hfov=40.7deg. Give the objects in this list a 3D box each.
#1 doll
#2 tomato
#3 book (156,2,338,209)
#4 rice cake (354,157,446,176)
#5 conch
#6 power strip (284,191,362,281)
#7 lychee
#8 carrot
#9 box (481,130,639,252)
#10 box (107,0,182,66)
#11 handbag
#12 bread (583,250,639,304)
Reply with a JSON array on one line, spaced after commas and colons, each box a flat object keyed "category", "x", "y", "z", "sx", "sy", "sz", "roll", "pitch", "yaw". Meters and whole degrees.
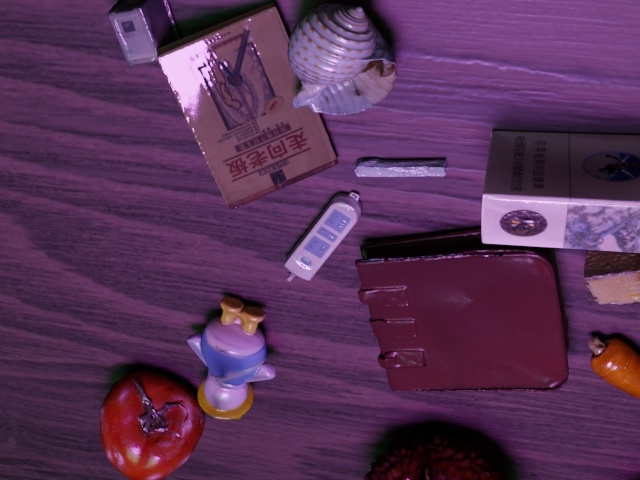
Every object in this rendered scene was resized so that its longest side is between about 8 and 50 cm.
[{"category": "doll", "x": -0.146, "y": 0.202, "z": 1.380, "sx": 0.135, "sy": 0.099, "sz": 0.241, "roll": 1, "pitch": 131, "yaw": -14}, {"category": "tomato", "x": -0.295, "y": 0.316, "z": 1.466, "sx": 0.187, "sy": 0.187, "sz": 0.151, "roll": 33, "pitch": 150, "yaw": -10}, {"category": "book", "x": -0.089, "y": -0.164, "z": 1.093, "sx": 0.161, "sy": 0.026, "sz": 0.231, "roll": -22, "pitch": 121, "yaw": 2}, {"category": "rice cake", "x": 0.105, "y": -0.095, "z": 1.130, "sx": 0.121, "sy": 0.022, "sz": 0.021, "roll": 1, "pitch": 126, "yaw": 16}, {"category": "conch", "x": 0.026, "y": -0.216, "z": 1.012, "sx": 0.135, "sy": 0.102, "sz": 0.153, "roll": 17, "pitch": 163, "yaw": -11}, {"category": "power strip", "x": 0.000, "y": 0.000, "z": 1.228, "sx": 0.047, "sy": 0.030, "sz": 0.191, "roll": 32, "pitch": 128, "yaw": -8}, {"category": "lychee", "x": 0.185, "y": 0.439, "z": 1.360, "sx": 0.264, "sy": 0.264, "sz": 0.300, "roll": -5, "pitch": 144, "yaw": 19}, {"category": "carrot", "x": 0.481, "y": 0.218, "z": 1.242, "sx": 0.257, "sy": 0.061, "sz": 0.061, "roll": 36, "pitch": 127, "yaw": -15}, {"category": "box", "x": 0.322, "y": -0.059, "z": 1.006, "sx": 0.256, "sy": 0.164, "sz": 0.069, "roll": 4, "pitch": 125, "yaw": 13}, {"category": "box", "x": -0.218, "y": -0.263, "z": 1.069, "sx": 0.060, "sy": 0.063, "sz": 0.084, "roll": -4, "pitch": 126, "yaw": 18}, {"category": "handbag", "x": 0.202, "y": 0.104, "z": 1.217, "sx": 0.275, "sy": 0.084, "sz": 0.260, "roll": -7, "pitch": 125, "yaw": 21}, {"category": "bread", "x": 0.391, "y": 0.064, "z": 1.135, "sx": 0.084, "sy": 0.080, "sz": 0.109, "roll": -9, "pitch": 121, "yaw": 24}]
